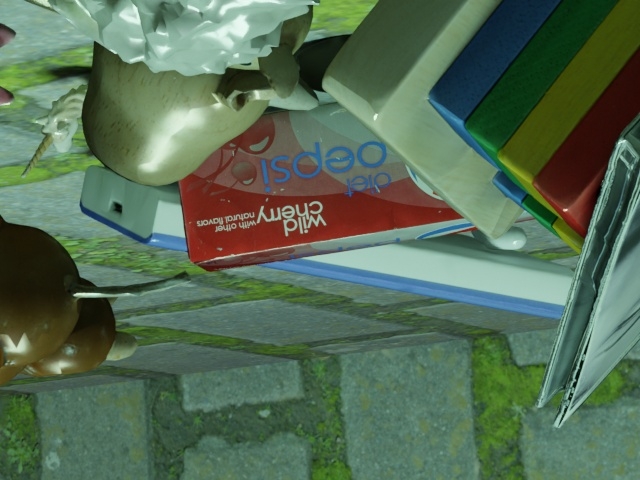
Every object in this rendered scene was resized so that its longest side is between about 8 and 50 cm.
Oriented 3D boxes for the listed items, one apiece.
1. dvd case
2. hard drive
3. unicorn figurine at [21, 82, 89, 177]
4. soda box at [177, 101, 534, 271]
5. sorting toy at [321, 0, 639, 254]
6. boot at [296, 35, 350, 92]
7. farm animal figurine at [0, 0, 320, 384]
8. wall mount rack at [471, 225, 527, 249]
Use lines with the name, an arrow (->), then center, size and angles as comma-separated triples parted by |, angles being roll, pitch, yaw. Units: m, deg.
dvd case -> 0.142, -0.032, 0.663 | 0.164, 0.018, 0.221 | -45, 164, -19
hard drive -> 0.000, 0.000, 1.434 | 0.319, 0.040, 0.210 | 10, -176, -21
unicorn figurine -> -0.122, -0.084, 1.284 | 0.162, 0.060, 0.111 | -20, 170, -3
soda box -> 0.042, -0.044, 1.237 | 0.263, 0.092, 0.083 | -9, 175, 3
sorting toy -> 0.141, -0.104, 0.700 | 0.089, 0.255, 0.257 | 39, -178, 16
boot -> 0.044, -0.107, 1.264 | 0.106, 0.037, 0.114 | -4, 175, 11
farm animal figurine -> -0.078, -0.114, 0.662 | 0.172, 0.330, 0.326 | 4, 139, -26
wall mount rack -> 0.287, -0.052, 1.387 | 0.304, 0.130, 0.350 | -12, 168, 38
